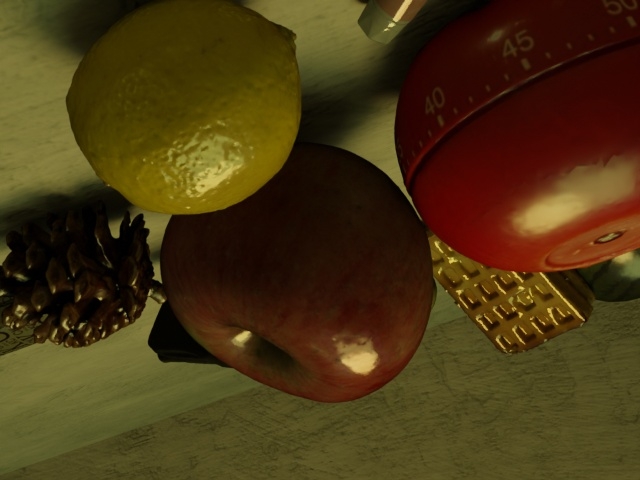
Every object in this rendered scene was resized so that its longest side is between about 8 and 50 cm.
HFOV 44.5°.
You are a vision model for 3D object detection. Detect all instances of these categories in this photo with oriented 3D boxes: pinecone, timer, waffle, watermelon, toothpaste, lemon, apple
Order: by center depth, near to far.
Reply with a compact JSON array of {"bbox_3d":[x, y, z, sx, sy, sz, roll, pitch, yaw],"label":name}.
[{"bbox_3d":[-0.105,-0.112,0.643,0.203,0.178,0.178,-34,162,8],"label":"lemon"},{"bbox_3d":[0.099,-0.249,0.674,0.067,0.042,0.194,-3,152,-37],"label":"toothpaste"},{"bbox_3d":[0.272,-0.123,0.861,0.378,0.279,0.378,-15,163,-5],"label":"timer"},{"bbox_3d":[-0.020,0.028,0.951,0.269,0.345,0.345,-60,-174,-30],"label":"apple"},{"bbox_3d":[-0.302,0.048,0.954,0.212,0.168,0.185,-15,166,-13],"label":"pinecone"},{"bbox_3d":[0.356,0.063,1.543,0.224,0.327,0.098,-37,-170,38],"label":"waffle"},{"bbox_3d":[0.601,-0.020,1.578,0.279,0.278,0.359,-16,165,-9],"label":"watermelon"}]

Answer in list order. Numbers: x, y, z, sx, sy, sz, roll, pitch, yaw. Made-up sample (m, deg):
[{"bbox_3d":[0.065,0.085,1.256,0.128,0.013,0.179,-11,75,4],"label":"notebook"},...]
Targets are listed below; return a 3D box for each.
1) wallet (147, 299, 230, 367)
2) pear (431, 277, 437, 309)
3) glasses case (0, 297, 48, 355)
[{"bbox_3d":[-0.072,0.102,1.149,0.378,0.197,0.051,-1,144,23],"label":"wallet"},{"bbox_3d":[0.177,0.104,1.710,0.136,0.167,0.167,-48,161,2],"label":"pear"},{"bbox_3d":[-0.486,0.124,1.146,0.355,0.085,0.137,-20,165,-1],"label":"glasses case"}]
